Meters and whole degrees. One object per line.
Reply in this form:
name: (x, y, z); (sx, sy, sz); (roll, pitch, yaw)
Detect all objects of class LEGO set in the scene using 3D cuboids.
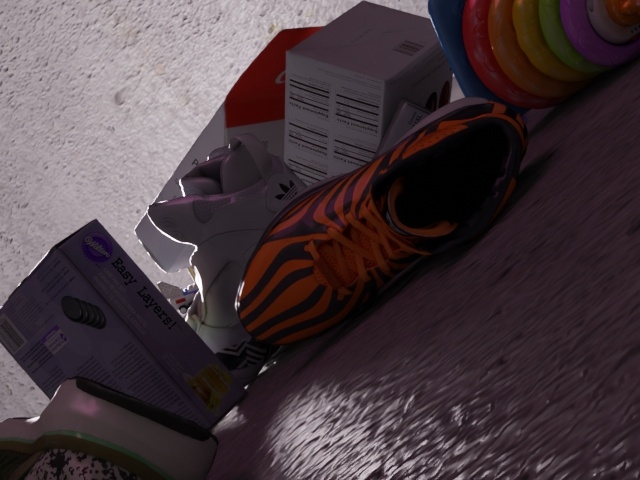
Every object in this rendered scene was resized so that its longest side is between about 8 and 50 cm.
LEGO set: (-0.096, 0.043, 1.837); (0.182, 0.060, 0.244); (2, 32, 41)

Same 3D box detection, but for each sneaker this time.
sneaker: (-0.230, 0.245, 1.115); (0.410, 0.158, 0.182); (-45, 17, 58)
sneaker: (-0.094, 0.029, 1.439); (0.137, 0.210, 0.366); (-45, 5, -40)
sneaker: (0.043, -0.013, 1.189); (0.321, 0.124, 0.180); (-42, 3, 11)

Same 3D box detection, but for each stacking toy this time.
stacking toy: (0.259, -0.220, 1.305); (0.175, 0.166, 0.302); (-32, 11, -22)

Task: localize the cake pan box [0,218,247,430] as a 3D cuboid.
cake pan box: (-0.230, 0.129, 1.467); (0.070, 0.246, 0.267); (-41, 1, -37)

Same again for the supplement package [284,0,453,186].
supplement package: (0.064, -0.172, 1.765); (0.194, 0.149, 0.203); (-41, -37, -45)

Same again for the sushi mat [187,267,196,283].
sushi mat: (-0.141, 0.029, 2.175); (0.151, 0.019, 0.316); (-48, -24, -14)

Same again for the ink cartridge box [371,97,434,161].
ink cartridge box: (0.101, -0.092, 1.571); (0.127, 0.072, 0.175); (-64, 2, 8)

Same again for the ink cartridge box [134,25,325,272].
ink cartridge box: (-0.050, -0.132, 1.887); (0.385, 0.091, 0.308); (-50, -19, 30)

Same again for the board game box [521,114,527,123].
board game box: (0.180, -0.114, 1.587); (0.133, 0.033, 0.169); (-41, 4, 13)
